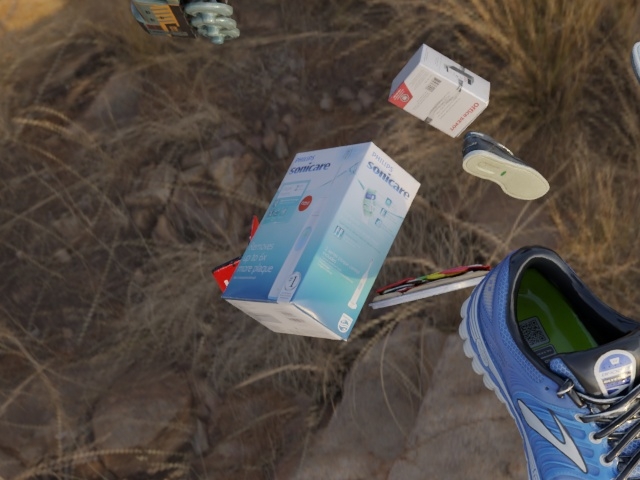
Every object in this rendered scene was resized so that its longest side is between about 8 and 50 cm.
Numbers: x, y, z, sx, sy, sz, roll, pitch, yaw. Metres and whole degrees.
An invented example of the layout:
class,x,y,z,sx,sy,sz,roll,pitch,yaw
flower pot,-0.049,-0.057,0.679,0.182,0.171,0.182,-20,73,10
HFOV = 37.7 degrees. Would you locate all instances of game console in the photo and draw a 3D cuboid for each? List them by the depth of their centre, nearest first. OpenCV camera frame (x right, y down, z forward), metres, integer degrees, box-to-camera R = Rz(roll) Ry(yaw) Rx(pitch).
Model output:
class,x,y,z,sx,sy,sz,roll,pitch,yaw
game console,-0.160,0.032,1.854,0.124,0.144,0.085,-25,67,-5

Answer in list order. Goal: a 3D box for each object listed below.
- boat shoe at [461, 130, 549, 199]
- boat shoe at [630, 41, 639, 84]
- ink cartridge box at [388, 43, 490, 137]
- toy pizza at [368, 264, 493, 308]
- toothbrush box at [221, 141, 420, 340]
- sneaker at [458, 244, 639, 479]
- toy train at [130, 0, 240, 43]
class,x,y,z,sx,sy,sz,roll,pitch,yaw
boat shoe,0.381,-0.153,1.914,0.233,0.084,0.079,24,44,-31
boat shoe,0.753,-0.293,2.050,0.116,0.099,0.319,-11,63,-20
ink cartridge box,0.196,-0.244,1.541,0.135,0.099,0.056,27,48,-15
toy pizza,0.165,0.061,1.340,0.201,0.201,0.032,-14,85,-2
toothbrush box,0.000,0.000,1.527,0.216,0.126,0.295,0,58,55
sneaker,0.220,0.146,0.748,0.130,0.147,0.330,-23,65,-14
toy train,-0.232,-0.416,1.571,0.190,0.334,0.142,3,91,-1
